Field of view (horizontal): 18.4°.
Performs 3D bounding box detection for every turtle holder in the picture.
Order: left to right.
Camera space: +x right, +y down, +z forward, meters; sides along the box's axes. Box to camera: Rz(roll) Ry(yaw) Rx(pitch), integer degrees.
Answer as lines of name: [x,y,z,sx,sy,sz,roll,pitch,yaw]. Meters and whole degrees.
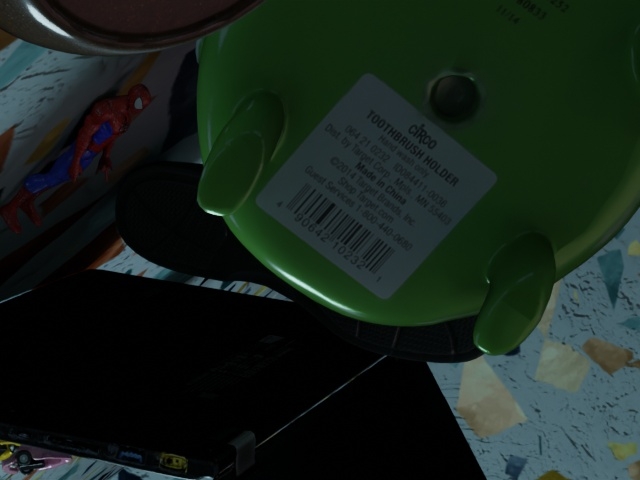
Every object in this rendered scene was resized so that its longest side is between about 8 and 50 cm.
turtle holder: [0.064,-0.126,1.001,0.227,0.243,0.320,-100,-161,-68]

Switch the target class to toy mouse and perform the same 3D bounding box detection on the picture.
toy mouse: [-0.243,0.176,1.743,0.143,0.031,0.161,-1,157,-27]

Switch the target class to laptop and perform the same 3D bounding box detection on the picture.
laptop: [-0.055,0.189,1.255,0.382,0.407,0.236,-24,121,-69]

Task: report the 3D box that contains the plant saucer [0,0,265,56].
plant saucer: [-0.050,-0.127,0.683,0.168,0.029,0.168,-24,142,-20]

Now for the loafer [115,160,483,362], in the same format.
loafer: [0.000,0.000,1.309,0.084,0.267,0.096,-47,155,-66]

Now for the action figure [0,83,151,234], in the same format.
action figure: [-0.134,-0.048,1.110,0.115,0.030,0.038,-46,167,25]
